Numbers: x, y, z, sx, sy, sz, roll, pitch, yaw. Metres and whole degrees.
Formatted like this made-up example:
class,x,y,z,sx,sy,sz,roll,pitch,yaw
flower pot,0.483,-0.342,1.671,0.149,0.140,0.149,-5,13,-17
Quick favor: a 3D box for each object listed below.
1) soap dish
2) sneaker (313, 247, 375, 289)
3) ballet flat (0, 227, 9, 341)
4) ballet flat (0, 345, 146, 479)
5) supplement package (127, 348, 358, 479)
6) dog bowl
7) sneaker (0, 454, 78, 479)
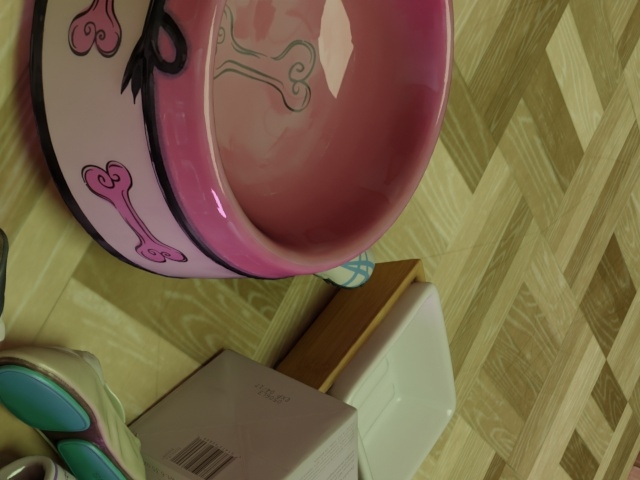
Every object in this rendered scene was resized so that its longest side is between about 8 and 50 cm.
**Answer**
class,x,y,z,sx,sy,sz,roll,pitch,yaw
soap dish,0.060,0.186,1.424,0.229,0.118,0.291,-50,145,-30
sneaker,0.000,0.000,1.243,0.237,0.085,0.086,10,107,-61
ballet flat,-0.281,0.083,0.852,0.203,0.074,0.074,-59,149,-6
ballet flat,-0.213,0.144,1.007,0.086,0.086,0.248,-52,148,-27
supplement package,-0.078,0.299,1.208,0.175,0.177,0.293,-38,137,-42
dog bowl,-0.036,-0.151,0.973,0.408,0.150,0.408,-22,119,-48
sneaker,-0.289,0.305,0.942,0.161,0.102,0.282,76,33,-52
